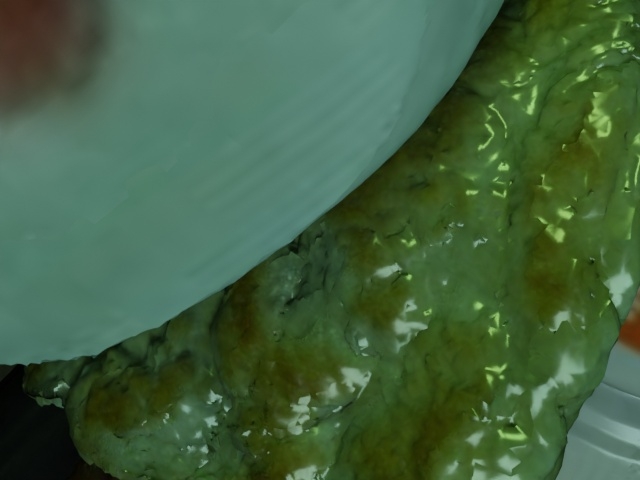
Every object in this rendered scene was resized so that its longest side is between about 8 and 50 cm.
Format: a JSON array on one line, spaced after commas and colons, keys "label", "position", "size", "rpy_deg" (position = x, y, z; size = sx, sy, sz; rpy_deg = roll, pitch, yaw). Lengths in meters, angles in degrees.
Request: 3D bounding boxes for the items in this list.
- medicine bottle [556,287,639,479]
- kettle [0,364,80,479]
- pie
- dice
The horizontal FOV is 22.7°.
[{"label": "medicine bottle", "position": [0.164, -0.044, 0.645], "size": [0.211, 0.211, 0.371], "rpy_deg": [8, 126, -9]}, {"label": "kettle", "position": [-0.122, 0.143, 0.720], "size": [0.271, 0.207, 0.251], "rpy_deg": [-43, 94, -18]}, {"label": "pie", "position": [0.003, -0.009, 0.573], "size": [0.274, 0.257, 0.105], "rpy_deg": [-16, 145, 40]}, {"label": "dice", "position": [-0.105, -0.143, 0.526], "size": [0.268, 0.262, 0.264], "rpy_deg": [-33, 123, 23]}]
